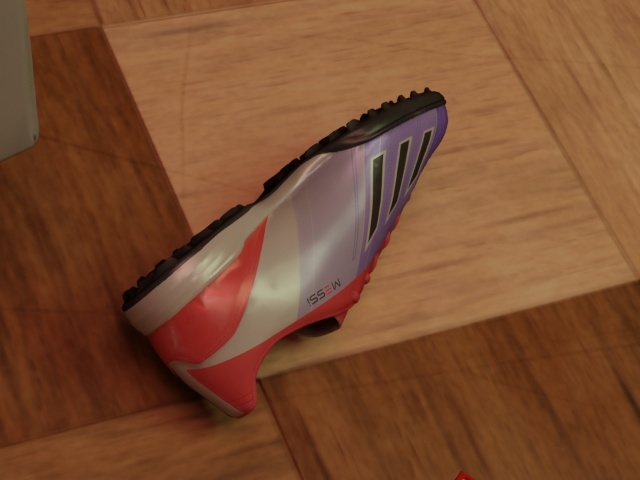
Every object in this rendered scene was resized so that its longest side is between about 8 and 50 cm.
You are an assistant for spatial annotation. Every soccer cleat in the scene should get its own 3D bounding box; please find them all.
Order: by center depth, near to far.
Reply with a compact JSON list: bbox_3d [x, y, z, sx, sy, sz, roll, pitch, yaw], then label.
[{"bbox_3d":[0.000,0.000,1.114,0.318,0.108,0.116,-39,94,-36],"label":"soccer cleat"}]

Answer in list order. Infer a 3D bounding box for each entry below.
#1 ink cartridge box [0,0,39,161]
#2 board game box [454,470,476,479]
[{"bbox_3d":[-0.412,-0.161,0.978,0.285,0.166,0.395,-29,50,-33],"label":"ink cartridge box"},{"bbox_3d":[0.101,0.264,0.980,0.147,0.045,0.193,32,53,7],"label":"board game box"}]
